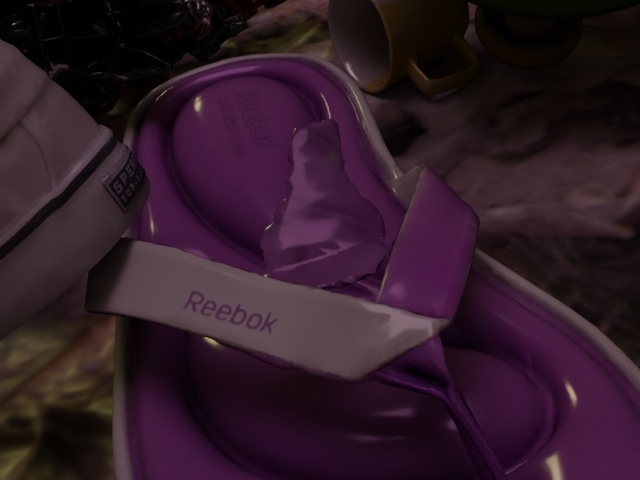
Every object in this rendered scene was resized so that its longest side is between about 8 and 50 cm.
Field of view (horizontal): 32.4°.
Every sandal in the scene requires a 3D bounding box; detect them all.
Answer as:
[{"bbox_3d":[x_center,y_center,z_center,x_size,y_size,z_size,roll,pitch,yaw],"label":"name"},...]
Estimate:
[{"bbox_3d":[-0.014,0.006,0.398,0.169,0.102,0.416,-23,33,-9],"label":"sandal"}]

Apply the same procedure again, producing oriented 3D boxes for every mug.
[{"bbox_3d":[0.050,-0.113,0.605,0.064,0.078,0.062,-23,-1,-25],"label":"mug"}]

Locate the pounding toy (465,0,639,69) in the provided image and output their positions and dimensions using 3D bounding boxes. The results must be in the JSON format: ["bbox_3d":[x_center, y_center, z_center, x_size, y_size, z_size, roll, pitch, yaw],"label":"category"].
[{"bbox_3d":[0.129,-0.145,0.559,0.236,0.110,0.183,25,59,13],"label":"pounding toy"}]

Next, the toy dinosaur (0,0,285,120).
[{"bbox_3d":[-0.138,-0.117,0.618,0.322,0.164,0.218,-48,-3,-8],"label":"toy dinosaur"}]

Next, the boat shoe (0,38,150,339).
[{"bbox_3d":[-0.188,0.028,0.394,0.267,0.088,0.096,-33,23,17],"label":"boat shoe"}]
